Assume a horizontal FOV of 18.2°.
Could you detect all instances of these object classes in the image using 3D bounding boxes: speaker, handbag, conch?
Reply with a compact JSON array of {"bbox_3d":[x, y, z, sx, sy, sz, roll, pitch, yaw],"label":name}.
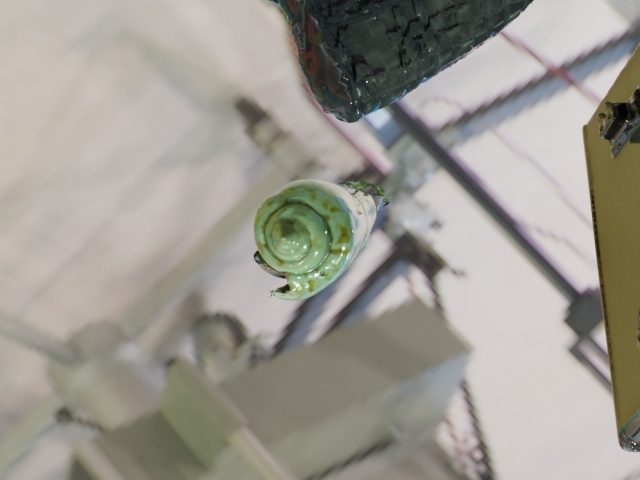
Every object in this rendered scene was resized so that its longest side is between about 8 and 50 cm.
[{"bbox_3d":[0.265,0.001,1.186,0.192,0.231,0.153,7,147,-14],"label":"speaker"},{"bbox_3d":[0.019,-0.203,1.099,0.175,0.270,0.088,-19,171,-33],"label":"handbag"},{"bbox_3d":[0.000,0.000,1.609,0.106,0.079,0.170,-57,162,19],"label":"conch"}]
